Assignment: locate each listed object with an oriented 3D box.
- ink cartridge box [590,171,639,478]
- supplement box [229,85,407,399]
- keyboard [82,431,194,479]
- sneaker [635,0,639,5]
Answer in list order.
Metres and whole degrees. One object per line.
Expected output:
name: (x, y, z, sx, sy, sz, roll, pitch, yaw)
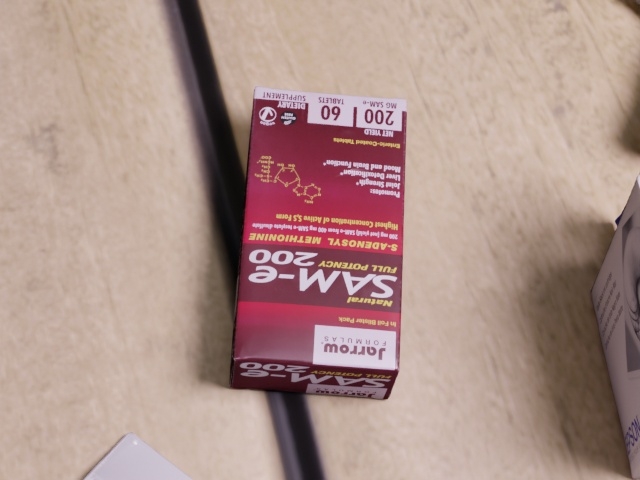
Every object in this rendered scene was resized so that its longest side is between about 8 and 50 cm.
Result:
ink cartridge box: (0.245, 0.041, 1.012, 0.045, 0.223, 0.224, -7, 65, -2)
supplement box: (0.000, 0.000, 1.095, 0.130, 0.073, 0.239, 4, 66, -3)
keyboard: (-0.065, 0.240, 1.005, 0.256, 0.014, 0.072, 36, 49, 11)
sneaker: (0.313, -0.178, 1.207, 0.132, 0.086, 0.228, 35, 57, 17)
